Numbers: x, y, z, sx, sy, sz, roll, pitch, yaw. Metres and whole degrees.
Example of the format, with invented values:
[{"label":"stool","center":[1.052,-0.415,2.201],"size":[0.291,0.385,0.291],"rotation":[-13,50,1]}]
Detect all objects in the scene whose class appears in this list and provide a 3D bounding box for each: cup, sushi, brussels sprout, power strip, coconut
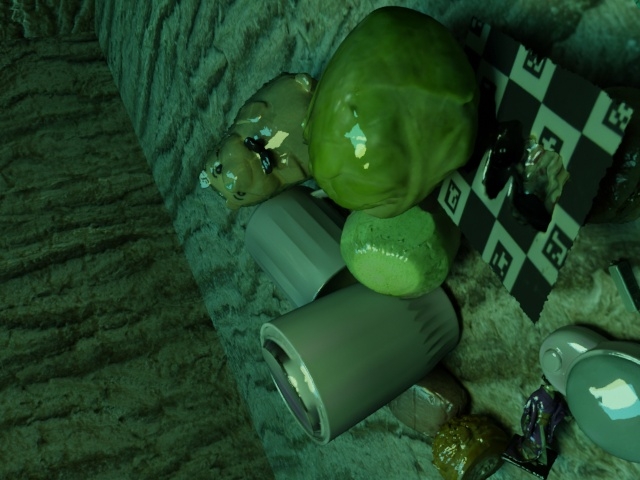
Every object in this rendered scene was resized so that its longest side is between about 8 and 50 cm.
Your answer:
[{"label":"cup","center":[0.077,0.218,1.121],"size":[0.253,0.371,0.254],"rotation":[44,147,40]},{"label":"sushi","center":[0.297,-0.115,0.775],"size":[0.373,0.099,0.297],"rotation":[-112,26,-54]},{"label":"brussels sprout","center":[0.105,-0.190,0.853],"size":[0.328,0.246,0.328],"rotation":[-164,90,-83]},{"label":"cup","center":[0.000,0.000,1.325],"size":[0.327,0.236,0.323],"rotation":[47,114,37]},{"label":"power strip","center":[0.434,0.066,0.781],"size":[0.017,0.027,0.083],"rotation":[-29,83,61]},{"label":"coconut","center":[0.157,-0.004,1.048],"size":[0.205,0.236,0.235],"rotation":[48,155,-15]}]

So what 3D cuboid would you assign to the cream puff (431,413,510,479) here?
[{"label":"cream puff","center":[0.293,0.415,1.106],"size":[0.165,0.150,0.115],"rotation":[38,-175,-41]}]

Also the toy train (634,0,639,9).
[{"label":"toy train","center":[0.388,-0.266,0.643],"size":[0.092,0.045,0.029],"rotation":[64,149,8]}]

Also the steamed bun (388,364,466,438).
[{"label":"steamed bun","center":[0.239,0.344,1.220],"size":[0.175,0.106,0.145],"rotation":[26,125,35]}]

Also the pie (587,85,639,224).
[{"label":"pie","center":[0.375,-0.107,0.733],"size":[0.163,0.078,0.194],"rotation":[-119,26,-45]}]

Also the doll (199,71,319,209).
[{"label":"doll","center":[-0.113,-0.213,1.251],"size":[0.349,0.247,0.247],"rotation":[-34,72,18]}]

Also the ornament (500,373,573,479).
[{"label":"ornament","center":[0.392,0.309,0.955],"size":[0.081,0.088,0.203],"rotation":[26,119,28]}]

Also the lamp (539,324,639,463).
[{"label":"lamp","center":[0.425,0.226,0.811],"size":[0.246,0.107,0.180],"rotation":[42,136,43]}]
